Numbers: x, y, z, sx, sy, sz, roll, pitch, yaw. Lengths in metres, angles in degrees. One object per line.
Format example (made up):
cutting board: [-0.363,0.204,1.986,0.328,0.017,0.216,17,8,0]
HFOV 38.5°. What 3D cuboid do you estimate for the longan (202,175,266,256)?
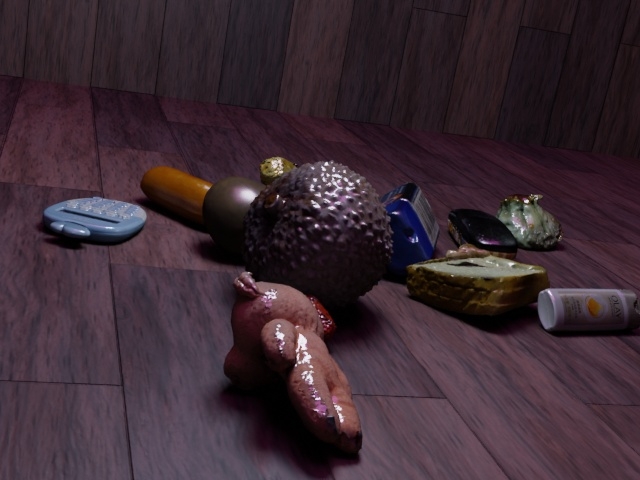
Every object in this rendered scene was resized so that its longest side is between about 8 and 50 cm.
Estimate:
longan: [-0.156,-0.049,1.907,0.189,0.189,0.189,9,17,-3]

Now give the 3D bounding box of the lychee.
lychee: [-0.002,0.003,1.667,0.300,0.300,0.300,9,17,-3]

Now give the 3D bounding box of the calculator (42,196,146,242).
calculator: [-0.473,-0.044,1.924,0.188,0.042,0.303,14,16,7]

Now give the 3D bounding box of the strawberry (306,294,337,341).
strawberry: [-0.019,0.136,1.534,0.096,0.083,0.083,21,20,33]

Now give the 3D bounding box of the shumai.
shumai: [0.557,-0.063,2.431,0.184,0.142,0.184,7,18,-2]

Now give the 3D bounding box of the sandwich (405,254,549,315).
sandwich: [0.329,0.089,1.876,0.226,0.087,0.251,9,12,41]

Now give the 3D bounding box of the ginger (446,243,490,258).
ginger: [0.305,0.023,1.915,0.097,0.030,0.048,-2,8,-11]

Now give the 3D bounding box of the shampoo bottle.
shampoo bottle: [0.545,0.141,1.853,0.227,0.086,0.056,3,-18,-26]

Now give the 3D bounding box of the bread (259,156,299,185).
bread: [0.011,-0.074,2.018,0.367,0.077,0.084,32,-10,-31]

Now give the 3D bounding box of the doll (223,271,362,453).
doll: [-0.050,0.191,1.293,0.201,0.156,0.303,49,10,-42]

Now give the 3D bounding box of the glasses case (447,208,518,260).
glasses case: [0.399,-0.017,2.283,0.122,0.082,0.321,9,15,-7]

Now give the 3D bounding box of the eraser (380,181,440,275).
eraser: [0.193,-0.026,2.061,0.101,0.155,0.332,-27,8,17]

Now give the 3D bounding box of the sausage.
sausage: [-0.305,-0.102,2.113,0.274,0.105,0.105,23,21,38]
